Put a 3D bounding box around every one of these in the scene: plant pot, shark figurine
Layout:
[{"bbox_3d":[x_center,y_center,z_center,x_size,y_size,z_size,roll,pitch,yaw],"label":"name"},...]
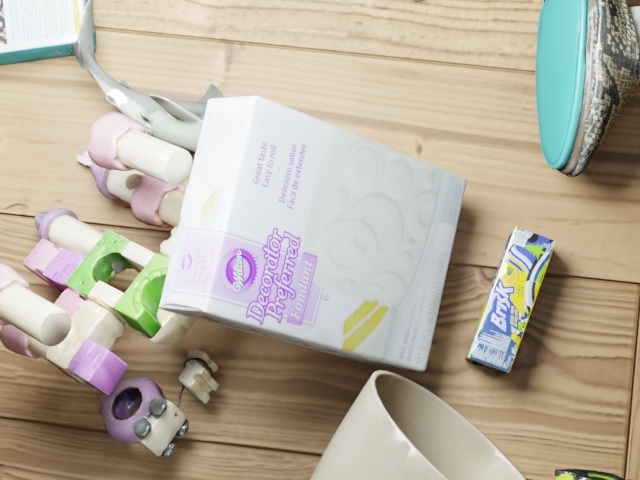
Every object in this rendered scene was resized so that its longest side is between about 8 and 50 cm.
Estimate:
[{"bbox_3d":[0.070,0.333,1.544,0.256,0.256,0.274,41,101,7],"label":"plant pot"},{"bbox_3d":[-0.181,-0.176,1.687,0.278,0.166,0.116,27,53,11],"label":"shark figurine"}]

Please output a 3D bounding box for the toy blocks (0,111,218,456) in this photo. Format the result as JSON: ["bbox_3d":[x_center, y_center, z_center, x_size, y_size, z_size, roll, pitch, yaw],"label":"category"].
[{"bbox_3d":[-0.261,0.036,1.622,0.260,0.309,0.289,22,69,38],"label":"toy blocks"}]

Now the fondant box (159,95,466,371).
[{"bbox_3d":[0.000,0.000,1.554,0.330,0.096,0.238,18,82,-37],"label":"fondant box"}]

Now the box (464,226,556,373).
[{"bbox_3d":[0.227,0.072,1.647,0.054,0.059,0.169,21,84,4],"label":"box"}]

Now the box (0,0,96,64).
[{"bbox_3d":[-0.409,-0.273,1.721,0.244,0.060,0.101,-7,82,2],"label":"box"}]

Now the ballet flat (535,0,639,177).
[{"bbox_3d":[0.328,-0.321,1.658,0.182,0.164,0.483,-7,80,-14],"label":"ballet flat"}]

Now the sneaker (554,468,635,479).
[{"bbox_3d":[0.405,0.355,1.591,0.300,0.111,0.121,15,93,10],"label":"sneaker"}]
